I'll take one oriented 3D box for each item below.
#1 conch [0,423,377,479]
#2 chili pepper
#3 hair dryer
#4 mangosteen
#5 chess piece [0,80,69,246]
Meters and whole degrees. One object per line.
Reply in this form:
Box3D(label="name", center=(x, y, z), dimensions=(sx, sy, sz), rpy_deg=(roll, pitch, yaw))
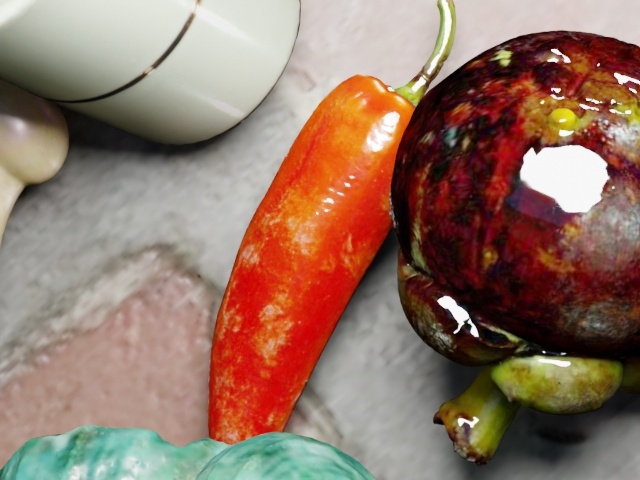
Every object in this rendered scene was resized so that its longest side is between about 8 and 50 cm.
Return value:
Box3D(label="conch", center=(-0.045, 0.163, 0.919), dimensions=(0.202, 0.134, 0.196), rpy_deg=(-35, 117, 22))
Box3D(label="chili pepper", center=(0.000, 0.000, 0.972), dimensions=(0.071, 0.063, 0.272), rpy_deg=(29, 94, 24))
Box3D(label="hair dryer", center=(-0.193, -0.182, 0.977), dimensions=(0.362, 0.203, 0.128), rpy_deg=(33, 95, 29))
Box3D(label="mangosteen", center=(0.113, -0.005, 0.908), dimensions=(0.173, 0.172, 0.184), rpy_deg=(-10, 126, 10))
Box3D(label="chess piece", center=(-0.240, 0.040, 0.996), dimensions=(0.307, 0.124, 0.139), rpy_deg=(-46, 48, 1))
